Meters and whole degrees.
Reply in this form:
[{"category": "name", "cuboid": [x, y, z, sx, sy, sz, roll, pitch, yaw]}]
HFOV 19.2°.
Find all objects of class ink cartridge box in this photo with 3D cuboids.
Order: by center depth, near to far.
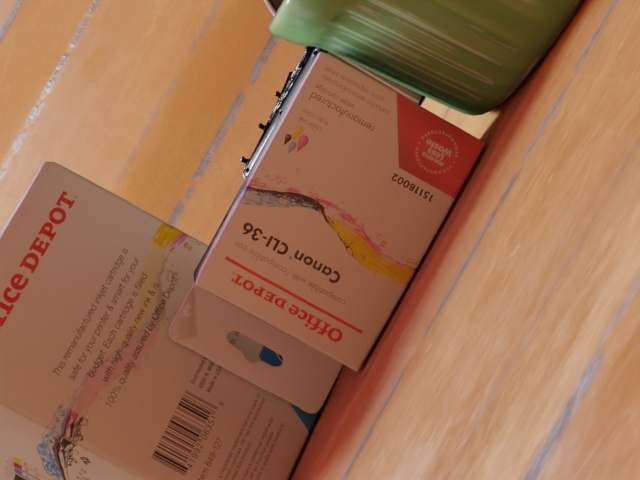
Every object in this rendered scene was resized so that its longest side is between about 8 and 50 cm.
[{"category": "ink cartridge box", "cuboid": [0.000, 0.000, 1.144, 0.198, 0.115, 0.067, -62, 5, 1]}, {"category": "ink cartridge box", "cuboid": [-0.132, 0.098, 1.238, 0.171, 0.232, 0.168, -63, 6, -32]}]

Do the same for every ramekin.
[{"category": "ramekin", "cuboid": [0.104, -0.225, 1.166, 0.303, 0.148, 0.303, -60, 5, 9]}]

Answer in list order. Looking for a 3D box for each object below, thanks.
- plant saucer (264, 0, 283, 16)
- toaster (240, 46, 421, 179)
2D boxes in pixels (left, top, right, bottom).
[{"category": "plant saucer", "cuboid": [0.078, -0.288, 1.553, 0.310, 0.050, 0.311, -18, 58, 32]}, {"category": "toaster", "cuboid": [0.024, -0.136, 1.708, 0.186, 0.110, 0.168, -58, 6, 34]}]
